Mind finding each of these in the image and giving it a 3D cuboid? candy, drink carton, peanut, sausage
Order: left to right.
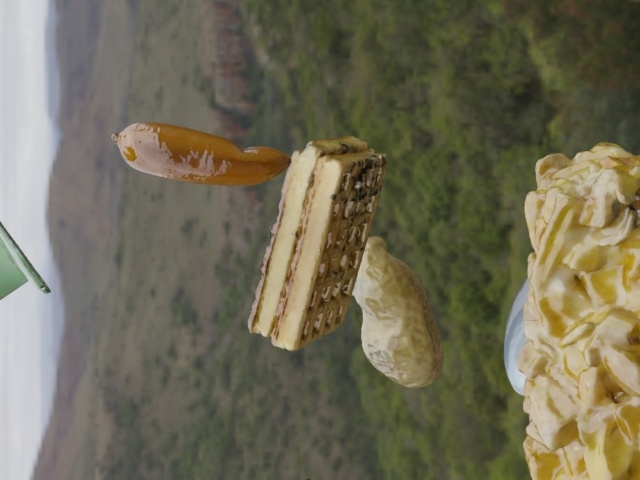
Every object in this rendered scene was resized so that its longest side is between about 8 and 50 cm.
[{"bbox_3d":[-0.372,0.030,1.204,0.146,0.142,0.144,55,169,1],"label":"drink carton"},{"bbox_3d":[-0.120,-0.083,1.211,0.062,0.183,0.054,-172,92,-80],"label":"sausage"},{"bbox_3d":[0.071,0.076,1.194,0.080,0.080,0.175,-118,5,-64],"label":"peanut"},{"bbox_3d":[0.219,0.043,1.070,0.174,0.071,0.138,-66,-4,23],"label":"candy"}]

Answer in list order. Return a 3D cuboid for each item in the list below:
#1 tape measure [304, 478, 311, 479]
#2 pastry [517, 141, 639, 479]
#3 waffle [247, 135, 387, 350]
[{"bbox_3d":[-0.053,0.381,1.217,0.231,0.133,0.271,-25,80,57],"label":"tape measure"},{"bbox_3d":[0.171,0.071,0.695,0.154,0.102,0.250,-26,-65,-68],"label":"pastry"},{"bbox_3d":[0.000,0.000,0.874,0.102,0.042,0.148,-15,-56,-65],"label":"waffle"}]
